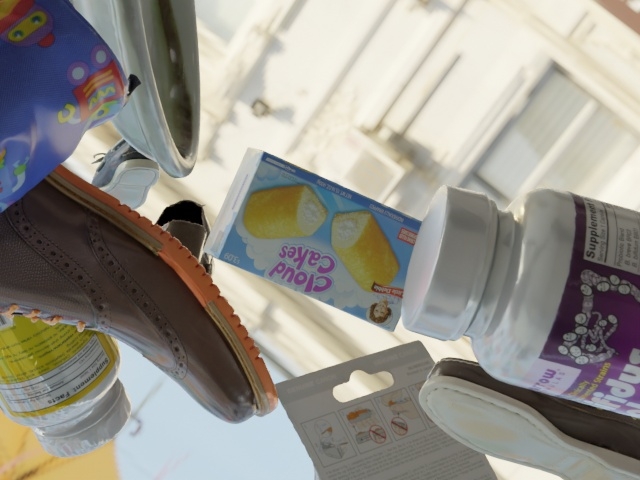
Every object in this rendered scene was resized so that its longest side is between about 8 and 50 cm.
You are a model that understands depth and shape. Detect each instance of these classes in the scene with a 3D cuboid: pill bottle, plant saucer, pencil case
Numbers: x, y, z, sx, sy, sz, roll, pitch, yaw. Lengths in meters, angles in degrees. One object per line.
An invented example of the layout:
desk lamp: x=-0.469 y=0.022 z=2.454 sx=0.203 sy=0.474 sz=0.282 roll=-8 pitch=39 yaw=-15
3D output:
pill bottle: x=-0.388 y=0.131 z=2.075 sx=0.188 sy=0.188 sz=0.334 roll=-89 pitch=-20 yaw=-56
pill bottle: x=0.227 y=0.052 z=1.254 sx=0.301 sy=0.169 sz=0.169 roll=15 pitch=-148 yaw=-6
plant saucer: x=-0.197 y=-0.255 z=1.490 sx=0.101 sy=0.400 sz=0.400 roll=-6 pitch=-145 yaw=3
pencil case: x=-0.253 y=-0.035 z=0.962 sx=0.119 sy=0.133 sz=0.306 roll=34 pitch=-114 yaw=11

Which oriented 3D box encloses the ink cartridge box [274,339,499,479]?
ink cartridge box: x=0.110 y=0.359 z=2.212 sx=0.308 sy=0.091 sz=0.385 roll=-14 pitch=-112 yaw=-40

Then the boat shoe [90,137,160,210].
boat shoe: x=-0.320 y=-0.110 z=2.434 sx=0.095 sy=0.254 sz=0.079 roll=5 pitch=-108 yaw=-18

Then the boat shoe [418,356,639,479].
boat shoe: x=0.261 y=0.203 z=1.740 sx=0.324 sy=0.116 sz=0.096 roll=24 pitch=-124 yaw=-14

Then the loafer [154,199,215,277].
loafer: x=-0.221 y=0.036 z=2.130 sx=0.134 sy=0.130 sz=0.366 roll=1 pitch=-160 yaw=-2

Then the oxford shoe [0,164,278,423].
oxford shoe: x=-0.188 y=0.024 z=1.109 sx=0.364 sy=0.130 sz=0.133 roll=42 pitch=-109 yaw=0

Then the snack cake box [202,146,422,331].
snack cake box: x=0.000 y=0.000 z=1.972 sx=0.264 sy=0.152 sz=0.089 roll=23 pitch=179 yaw=-19
